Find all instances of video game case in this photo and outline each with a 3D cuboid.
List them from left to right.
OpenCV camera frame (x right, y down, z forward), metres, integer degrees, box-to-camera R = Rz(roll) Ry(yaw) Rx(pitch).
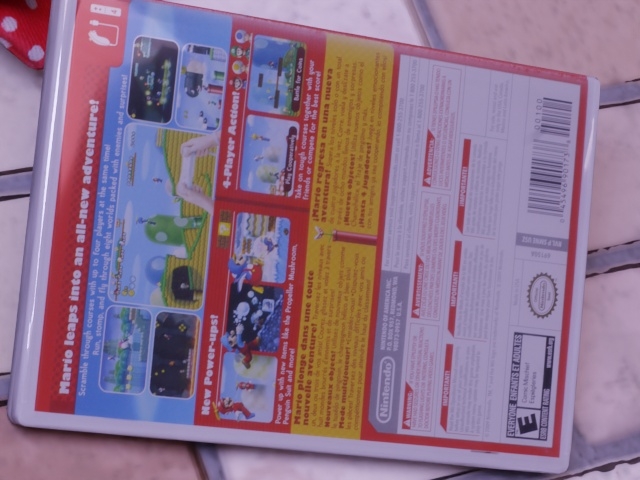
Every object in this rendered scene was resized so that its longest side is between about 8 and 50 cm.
[{"bbox_3d":[0.000,0.000,0.954,0.285,0.025,0.204,8,84,-22],"label":"video game case"}]

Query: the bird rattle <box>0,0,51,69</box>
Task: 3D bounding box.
[{"bbox_3d":[-0.240,-0.137,0.925,0.253,0.143,0.207,35,66,-21],"label":"bird rattle"}]
